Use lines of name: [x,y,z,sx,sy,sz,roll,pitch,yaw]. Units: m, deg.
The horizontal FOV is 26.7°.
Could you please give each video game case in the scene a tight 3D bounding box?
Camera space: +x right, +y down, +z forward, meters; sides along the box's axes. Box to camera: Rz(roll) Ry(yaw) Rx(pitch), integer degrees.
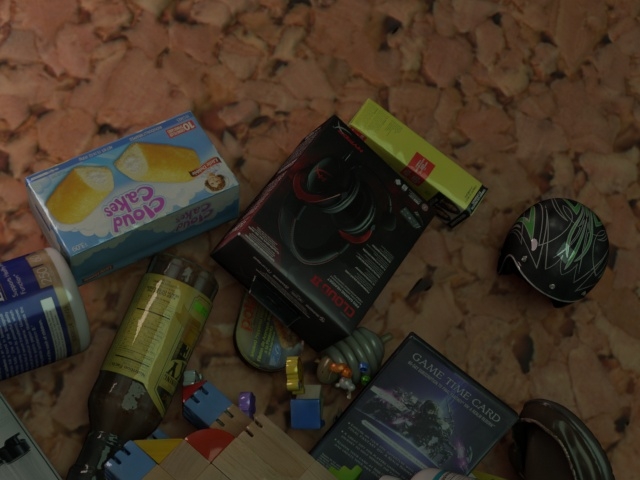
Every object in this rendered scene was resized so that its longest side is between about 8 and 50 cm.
video game case: [0.118,0.291,1.910,0.196,0.026,0.274,38,100,-7]

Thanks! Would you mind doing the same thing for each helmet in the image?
helmet: [0.359,0.018,2.051,0.169,0.161,0.169,4,75,-15]

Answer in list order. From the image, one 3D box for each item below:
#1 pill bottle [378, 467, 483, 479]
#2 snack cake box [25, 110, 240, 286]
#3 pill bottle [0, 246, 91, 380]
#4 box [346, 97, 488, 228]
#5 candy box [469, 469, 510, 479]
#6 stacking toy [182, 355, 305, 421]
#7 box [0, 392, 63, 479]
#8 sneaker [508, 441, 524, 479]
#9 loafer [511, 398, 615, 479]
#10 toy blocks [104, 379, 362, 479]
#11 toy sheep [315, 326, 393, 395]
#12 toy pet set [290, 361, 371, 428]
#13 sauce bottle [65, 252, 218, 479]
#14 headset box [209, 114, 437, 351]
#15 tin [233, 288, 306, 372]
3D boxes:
pill bottle: [0.197,0.394,1.820,0.264,0.146,0.146,11,69,24]
snack cake box: [-0.264,-0.060,1.913,0.264,0.089,0.152,-25,62,-20]
pill bottle: [-0.455,0.118,1.803,0.265,0.153,0.153,-20,82,-20]
box: [0.140,-0.117,2.066,0.232,0.087,0.058,38,70,-5]
candy box: [0.244,0.461,1.943,0.159,0.071,0.233,18,69,-17]
stacking toy: [-0.102,0.277,1.879,0.167,0.052,0.221,-5,77,10]
box: [-0.411,0.355,1.748,0.290,0.087,0.169,54,31,1]
sneaker: [0.370,0.362,2.006,0.192,0.086,0.064,45,69,-1]
loafer: [0.343,0.402,1.884,0.130,0.134,0.366,-16,84,-28]
toy blocks: [-0.165,0.345,1.739,0.261,0.190,0.381,39,64,14]
toy sheep: [0.050,0.170,1.969,0.132,0.091,0.091,-30,85,-24]
toy pet set: [0.016,0.237,1.924,0.114,0.122,0.065,-1,46,10]
sauce bottle: [-0.251,0.190,1.867,0.111,0.111,0.344,25,73,-8]
headset box: [0.000,0.000,1.946,0.218,0.110,0.293,43,58,-9]
tin: [-0.067,0.102,1.979,0.106,0.040,0.189,19,71,-15]
